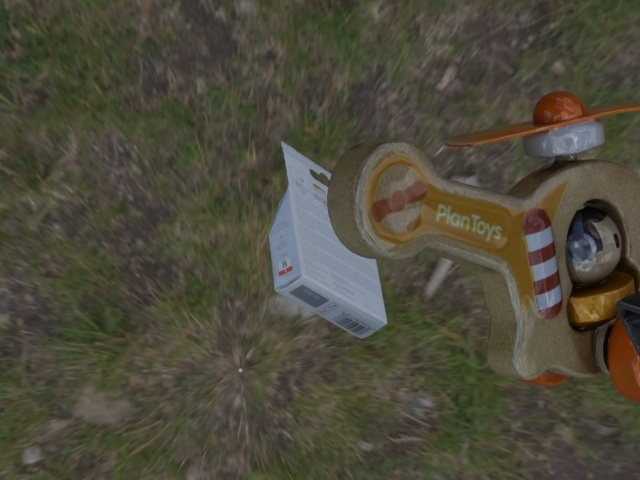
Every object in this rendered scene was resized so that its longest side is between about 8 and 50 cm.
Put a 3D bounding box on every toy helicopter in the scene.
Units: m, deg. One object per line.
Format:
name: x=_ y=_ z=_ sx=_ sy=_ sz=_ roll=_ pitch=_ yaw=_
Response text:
toy helicopter: x=0.146 y=-0.018 z=1.094 sx=0.355 sy=0.140 sz=0.235 roll=15 pitch=84 yaw=-42

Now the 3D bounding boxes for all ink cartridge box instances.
ink cartridge box: x=0.000 y=0.000 z=1.583 sx=0.045 sy=0.145 sz=0.179 roll=-33 pitch=48 yaw=26

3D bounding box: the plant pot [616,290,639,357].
plant pot: x=0.259 y=0.074 z=0.606 sx=0.167 sy=0.188 sz=0.187 roll=-29 pitch=96 yaw=-6
